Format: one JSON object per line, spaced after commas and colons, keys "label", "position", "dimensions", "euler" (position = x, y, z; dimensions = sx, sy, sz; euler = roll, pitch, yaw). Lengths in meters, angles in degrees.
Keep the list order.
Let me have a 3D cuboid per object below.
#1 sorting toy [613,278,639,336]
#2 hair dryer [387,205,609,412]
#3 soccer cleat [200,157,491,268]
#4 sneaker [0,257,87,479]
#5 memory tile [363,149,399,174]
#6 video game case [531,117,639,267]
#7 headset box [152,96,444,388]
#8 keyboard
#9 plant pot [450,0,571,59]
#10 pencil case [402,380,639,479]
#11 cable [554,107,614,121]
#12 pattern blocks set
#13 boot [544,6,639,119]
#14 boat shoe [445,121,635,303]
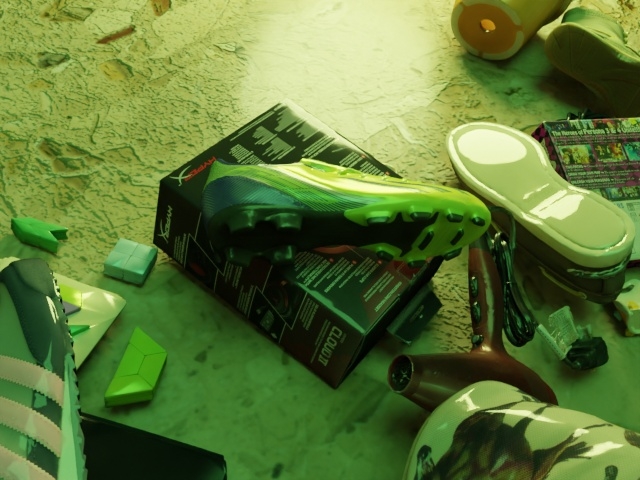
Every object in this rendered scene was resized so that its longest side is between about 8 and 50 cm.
{"label": "sorting toy", "position": [0.383, 0.074, 0.887], "dimensions": [0.083, 0.045, 0.075], "euler": [-3, 41, -16]}
{"label": "hair dryer", "position": [0.167, 0.100, 0.752], "dimensions": [0.293, 0.080, 0.224], "euler": [-26, 77, -46]}
{"label": "soccer cleat", "position": [0.029, -0.040, 0.703], "dimensions": [0.289, 0.093, 0.121], "euler": [0, 49, -17]}
{"label": "sneaker", "position": [-0.247, 0.145, 0.535], "dimensions": [0.131, 0.112, 0.319], "euler": [0, 50, -27]}
{"label": "memory tile", "position": [0.022, -0.097, 0.970], "dimensions": [0.148, 0.012, 0.113], "euler": [31, 48, 15]}
{"label": "video game case", "position": [0.421, -0.068, 0.985], "dimensions": [0.232, 0.042, 0.210], "euler": [-6, 69, -19]}
{"label": "headset box", "position": [0.000, 0.000, 0.798], "dimensions": [0.293, 0.110, 0.218], "euler": [36, 49, 13]}
{"label": "keyboard", "position": [-0.244, 0.222, 0.592], "dimensions": [0.317, 0.033, 0.201], "euler": [16, 40, 1]}
{"label": "plant pot", "position": [0.315, -0.415, 1.229], "dimensions": [0.205, 0.205, 0.188], "euler": [26, 62, 10]}
{"label": "pencil case", "position": [0.246, 0.237, 0.509], "dimensions": [0.410, 0.160, 0.183], "euler": [15, 46, 45]}
{"label": "cable", "position": [0.418, -0.146, 1.095], "dimensions": [0.184, 0.047, 0.150], "euler": [-16, 54, -26]}
{"label": "pattern blocks set", "position": [-0.288, 0.090, 0.684], "dimensions": [0.285, 0.026, 0.325], "euler": [10, 40, -7]}
{"label": "boot", "position": [0.498, -0.286, 1.209], "dimensions": [0.262, 0.095, 0.203], "euler": [36, 35, 4]}
{"label": "boat shoe", "position": [0.263, -0.046, 0.920], "dimensions": [0.116, 0.097, 0.324], "euler": [-26, 42, -11]}
